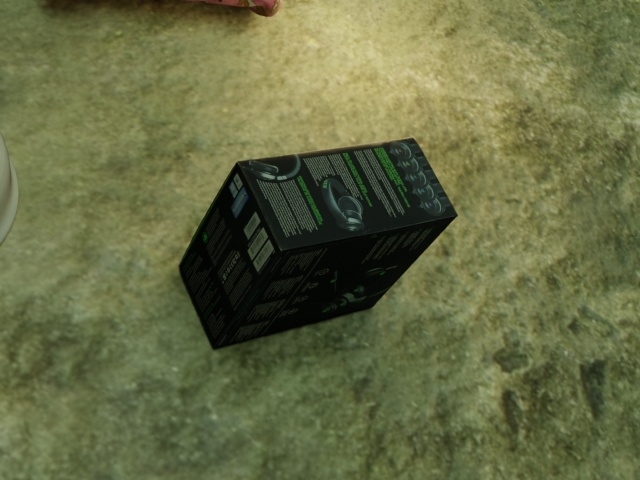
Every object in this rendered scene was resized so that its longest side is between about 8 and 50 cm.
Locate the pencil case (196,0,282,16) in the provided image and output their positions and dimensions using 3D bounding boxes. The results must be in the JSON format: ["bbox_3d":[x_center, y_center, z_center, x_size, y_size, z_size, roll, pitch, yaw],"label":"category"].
[{"bbox_3d":[-0.236,-0.435,1.473,0.386,0.160,0.167,-2,67,-29],"label":"pencil case"}]

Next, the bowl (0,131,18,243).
[{"bbox_3d":[-0.493,-0.103,1.119,0.298,0.134,0.297,14,52,-19],"label":"bowl"}]

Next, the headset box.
[{"bbox_3d":[0.000,0.000,1.226,0.283,0.246,0.131,-12,64,-32],"label":"headset box"}]
